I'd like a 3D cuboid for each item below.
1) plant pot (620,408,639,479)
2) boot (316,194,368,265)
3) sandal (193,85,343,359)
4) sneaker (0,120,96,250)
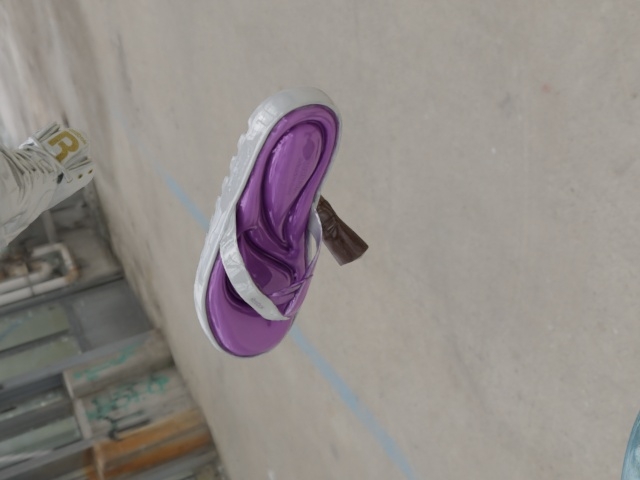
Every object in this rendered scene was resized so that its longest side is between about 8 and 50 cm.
[{"bbox_3d":[0.519,0.294,1.079,0.247,0.252,0.248,37,171,49],"label":"plant pot"},{"bbox_3d":[0.000,0.000,1.230,0.106,0.037,0.114,-33,107,37],"label":"boot"},{"bbox_3d":[-0.058,0.014,1.066,0.102,0.169,0.416,49,142,39],"label":"sandal"},{"bbox_3d":[-0.334,-0.087,0.980,0.108,0.169,0.292,48,159,-4],"label":"sneaker"}]
